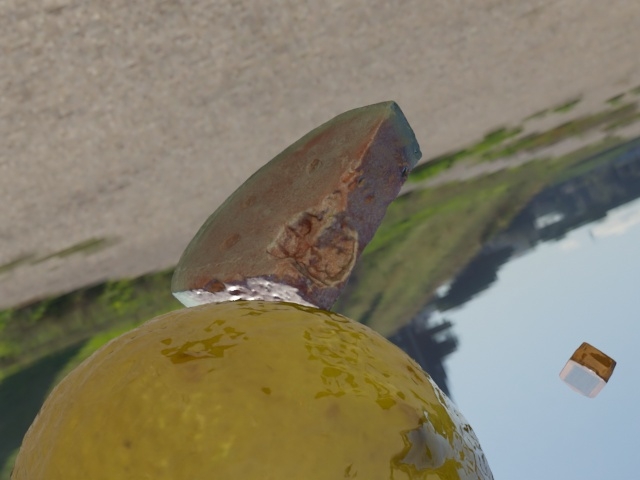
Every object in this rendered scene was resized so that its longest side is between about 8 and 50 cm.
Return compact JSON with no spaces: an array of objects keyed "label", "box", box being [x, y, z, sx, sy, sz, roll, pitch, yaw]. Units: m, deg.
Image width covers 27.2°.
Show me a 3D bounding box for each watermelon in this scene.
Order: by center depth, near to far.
[{"label":"watermelon","box":[0.000,0.000,1.431,0.318,0.148,0.226,-41,-157,3]}]

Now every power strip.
[{"label":"power strip","box":[0.306,0.153,1.526,0.028,0.049,0.178,-55,168,-11]}]

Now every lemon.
[{"label":"lemon","box":[-0.034,0.215,0.893,0.350,0.350,0.387,-22,-152,-38]}]
